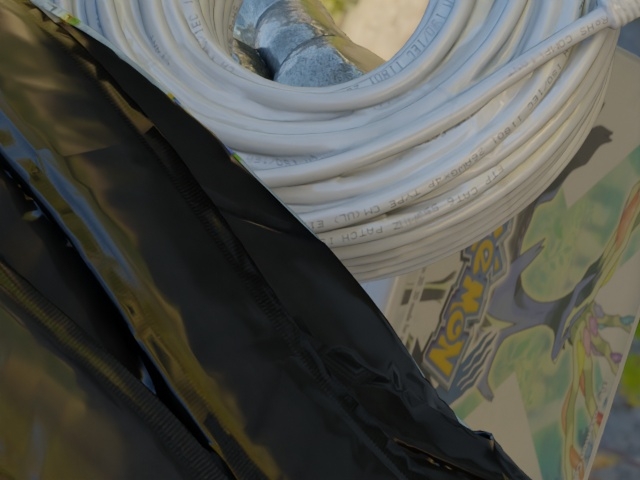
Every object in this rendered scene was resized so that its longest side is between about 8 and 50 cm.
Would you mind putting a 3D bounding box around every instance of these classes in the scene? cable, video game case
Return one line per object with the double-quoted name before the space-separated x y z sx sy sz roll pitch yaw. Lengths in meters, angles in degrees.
"cable" 0.004 -0.108 0.860 0.257 0.257 0.089 -43 -23 -8
"video game case" 0.102 0.043 1.097 0.036 0.300 0.329 18 93 33

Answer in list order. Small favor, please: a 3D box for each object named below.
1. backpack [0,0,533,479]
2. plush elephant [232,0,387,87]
"backpack" -0.107 0.078 0.696 0.290 0.356 0.273 -41 12 -36
"plush elephant" 0.000 0.000 1.382 0.255 0.271 0.330 -58 8 13
